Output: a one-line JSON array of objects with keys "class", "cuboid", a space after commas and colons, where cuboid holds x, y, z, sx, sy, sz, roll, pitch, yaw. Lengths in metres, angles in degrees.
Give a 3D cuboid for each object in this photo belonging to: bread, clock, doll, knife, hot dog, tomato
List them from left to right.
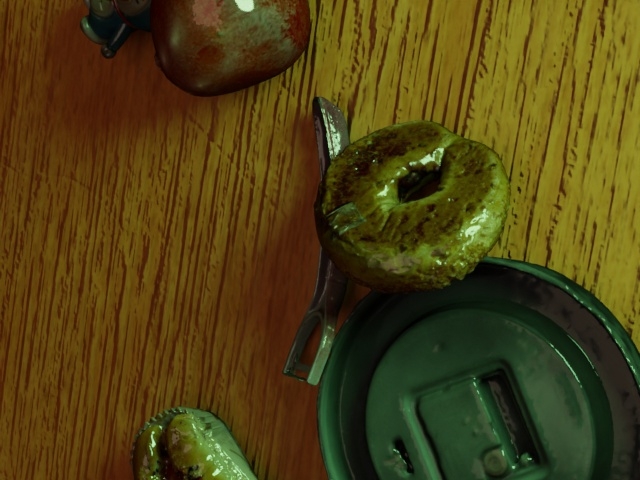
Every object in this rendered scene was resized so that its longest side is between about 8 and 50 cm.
[{"class": "doll", "cuboid": [-0.185, -0.252, 1.315, 0.152, 0.085, 0.114, -12, 69, 38]}, {"class": "hot dog", "cuboid": [-0.106, 0.298, 1.312, 0.144, 0.075, 0.268, -41, 77, 21]}, {"class": "tomato", "cuboid": [-0.086, -0.216, 1.215, 0.167, 0.167, 0.167, 2, 94, 28]}, {"class": "knife", "cuboid": [0.002, 0.000, 1.249, 0.123, 0.053, 0.277, 178, 98, -71]}, {"class": "bread", "cuboid": [0.082, -0.030, 1.158, 0.193, 0.064, 0.193, -10, 50, 12]}, {"class": "clock", "cuboid": [0.151, 0.172, 1.172, 0.325, 0.067, 0.325, 2, 94, 28]}]
